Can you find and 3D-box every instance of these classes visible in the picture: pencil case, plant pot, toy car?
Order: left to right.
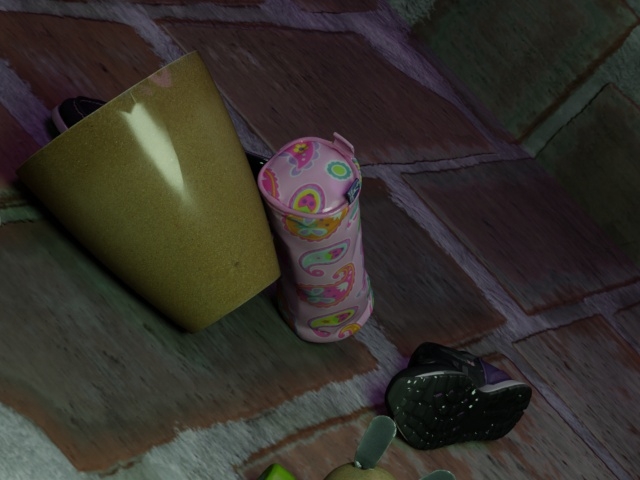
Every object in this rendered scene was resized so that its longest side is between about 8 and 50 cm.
[{"bbox_3d":[-0.162,-0.034,2.123,0.254,0.237,0.237,57,21,-3],"label":"plant pot"},{"bbox_3d":[0.000,0.000,2.248,0.124,0.124,0.284,57,-15,33],"label":"pencil case"},{"bbox_3d":[0.036,0.256,1.913,0.155,0.188,0.149,40,22,-7],"label":"toy car"}]

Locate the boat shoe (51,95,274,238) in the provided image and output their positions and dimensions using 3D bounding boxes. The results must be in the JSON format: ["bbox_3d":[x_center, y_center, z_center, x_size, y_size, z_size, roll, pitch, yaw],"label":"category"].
[{"bbox_3d":[-0.161,-0.107,2.363,0.340,0.113,0.127,30,25,-29],"label":"boat shoe"}]

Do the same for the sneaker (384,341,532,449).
[{"bbox_3d":[0.135,0.180,2.392,0.124,0.107,0.283,38,13,30],"label":"sneaker"}]
